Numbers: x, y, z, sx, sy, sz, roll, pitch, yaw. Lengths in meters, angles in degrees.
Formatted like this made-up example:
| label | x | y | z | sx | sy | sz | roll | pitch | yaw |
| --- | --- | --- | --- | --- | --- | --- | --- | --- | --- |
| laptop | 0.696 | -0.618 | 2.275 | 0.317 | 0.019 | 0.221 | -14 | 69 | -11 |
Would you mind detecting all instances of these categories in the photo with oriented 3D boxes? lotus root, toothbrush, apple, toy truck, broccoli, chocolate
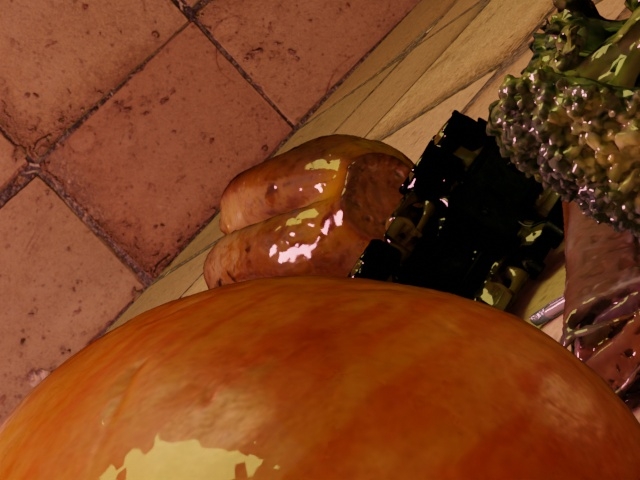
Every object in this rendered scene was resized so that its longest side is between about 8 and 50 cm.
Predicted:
| label | x | y | z | sx | sy | sz | roll | pitch | yaw |
| --- | --- | --- | --- | --- | --- | --- | --- | --- | --- |
| lotus root | -0.008 | 0.000 | 1.544 | 0.193 | 0.193 | 0.291 | -48 | 15 | -31 |
| toothbrush | 0.203 | 0.017 | 1.105 | 0.167 | 0.011 | 0.014 | -36 | 6 | 39 |
| apple | 0.002 | 0.145 | 0.570 | 0.233 | 0.286 | 0.286 | -41 | 5 | -38 |
| toy truck | 0.095 | 0.019 | 1.249 | 0.127 | 0.127 | 0.257 | -55 | 0 | 39 |
| broccoli | 0.204 | -0.083 | 0.916 | 0.176 | 0.226 | 0.198 | -54 | 33 | 11 |
| chocolate | 0.186 | -0.001 | 1.039 | 0.102 | 0.065 | 0.329 | -42 | 12 | 23 |
